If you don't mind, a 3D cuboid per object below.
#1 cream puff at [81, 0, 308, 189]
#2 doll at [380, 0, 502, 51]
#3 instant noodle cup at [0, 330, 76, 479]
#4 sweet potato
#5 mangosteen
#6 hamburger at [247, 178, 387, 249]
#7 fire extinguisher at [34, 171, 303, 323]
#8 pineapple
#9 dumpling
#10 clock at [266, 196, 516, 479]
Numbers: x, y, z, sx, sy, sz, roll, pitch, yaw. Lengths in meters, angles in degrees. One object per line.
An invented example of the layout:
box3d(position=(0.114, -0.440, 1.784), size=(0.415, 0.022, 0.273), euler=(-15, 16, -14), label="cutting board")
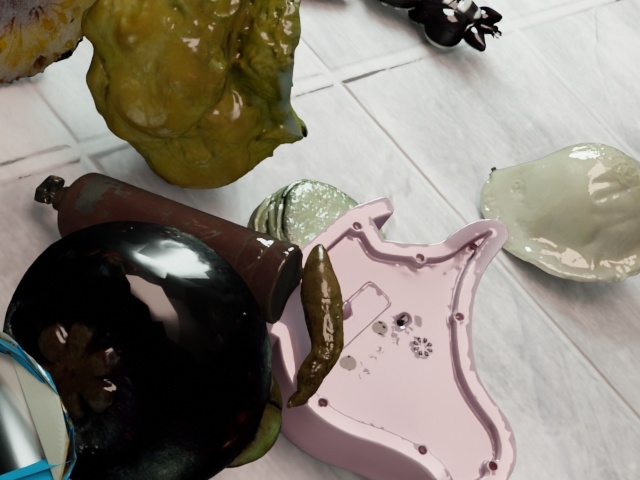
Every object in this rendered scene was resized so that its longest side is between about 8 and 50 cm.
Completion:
box3d(position=(-0.091, -0.186, 1.474), size=(0.282, 0.185, 0.281), euler=(-3, 94, -58), label="cream puff")
box3d(position=(0.127, -0.301, 1.944), size=(0.219, 0.067, 0.091), euler=(29, 41, -2), label="doll")
box3d(position=(-0.280, 0.164, 1.040), size=(0.240, 0.178, 0.240), euler=(23, 39, -20), label="instant noodle cup")
box3d(position=(0.000, 0.072, 1.331), size=(0.038, 0.041, 0.153), euler=(46, 43, -53), label="sweet potato")
box3d(position=(-0.134, 0.093, 1.215), size=(0.243, 0.243, 0.243), euler=(22, 40, -20), label="mangosteen")
box3d(position=(0.000, 0.000, 1.531), size=(0.140, 0.062, 0.133), euler=(39, 38, -3), label="hamburger")
box3d(position=(-0.142, -0.006, 1.354), size=(0.268, 0.072, 0.089), euler=(20, 17, 19), label="fire extinguisher")
box3d(position=(-0.352, -0.316, 1.476), size=(0.272, 0.262, 0.262), euler=(40, 35, 24), label="pineapple")
box3d(position=(0.305, -0.024, 1.758), size=(0.216, 0.126, 0.166), euler=(13, 60, -33), label="dumpling")
box3d(position=(0.086, 0.095, 1.418), size=(0.275, 0.080, 0.290), euler=(42, 57, 6), label="clock")
